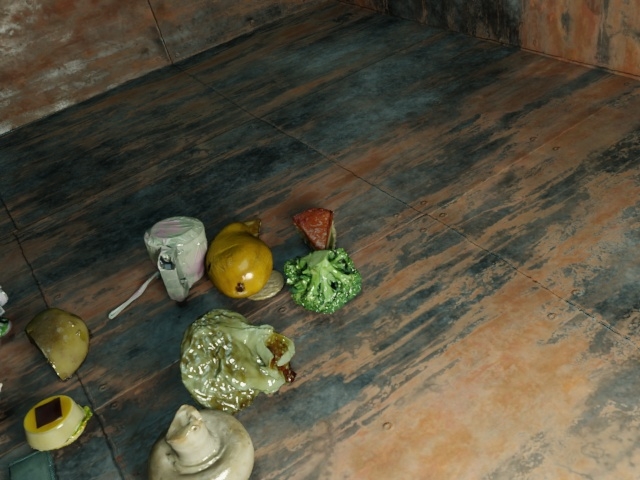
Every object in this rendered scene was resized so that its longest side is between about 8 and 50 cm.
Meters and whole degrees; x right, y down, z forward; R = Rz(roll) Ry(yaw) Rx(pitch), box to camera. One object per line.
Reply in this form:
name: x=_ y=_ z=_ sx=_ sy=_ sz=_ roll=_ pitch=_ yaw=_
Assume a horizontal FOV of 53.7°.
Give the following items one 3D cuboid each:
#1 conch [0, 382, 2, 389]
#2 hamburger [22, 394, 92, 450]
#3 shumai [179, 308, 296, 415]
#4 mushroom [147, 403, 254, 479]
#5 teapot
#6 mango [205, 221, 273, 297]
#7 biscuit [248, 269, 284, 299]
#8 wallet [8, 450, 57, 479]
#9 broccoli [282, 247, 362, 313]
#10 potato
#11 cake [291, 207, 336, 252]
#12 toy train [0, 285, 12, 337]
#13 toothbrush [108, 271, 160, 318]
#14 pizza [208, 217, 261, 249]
conch: x=-0.841 y=0.408 z=1.476 sx=0.255 sy=0.127 sz=0.158 roll=-32 pitch=65 yaw=12
hamburger: x=-0.578 y=0.403 z=1.394 sx=0.141 sy=0.081 sz=0.127 roll=-33 pitch=37 yaw=-29
shumai: x=-0.169 y=0.250 z=1.372 sx=0.218 sy=0.189 sz=0.255 roll=-9 pitch=42 yaw=10
mushroom: x=-0.232 y=0.395 z=1.191 sx=0.204 sy=0.204 sz=0.204 roll=-9 pitch=37 yaw=7
teapot: x=-0.375 y=0.050 z=1.725 sx=0.163 sy=0.178 sz=0.221 roll=-21 pitch=34 yaw=-20
mango: x=-0.217 y=0.055 z=1.685 sx=0.177 sy=0.120 sz=0.295 roll=-31 pitch=27 yaw=-1
biscuit: x=-0.153 y=0.117 z=1.685 sx=0.120 sy=0.015 sz=0.120 roll=-9 pitch=36 yaw=7
wallet: x=-0.601 y=0.497 z=1.326 sx=0.088 sy=0.026 sz=0.129 roll=-22 pitch=34 yaw=-20
broccoli: x=0.005 y=0.090 z=1.551 sx=0.196 sy=0.156 sz=0.195 roll=-15 pitch=38 yaw=12
potato: x=-0.670 y=0.243 z=1.631 sx=0.138 sy=0.098 sz=0.243 roll=-35 pitch=42 yaw=-28
cake: x=0.017 y=-0.010 z=1.735 sx=0.117 sy=0.086 sz=0.220 roll=-26 pitch=37 yaw=-12
toy train: x=-1.000 y=0.238 z=1.699 sx=0.249 sy=0.173 sz=0.307 roll=0 pitch=38 yaw=34
toothbrush: x=-0.514 y=0.148 z=1.764 sx=0.017 sy=0.022 sz=0.204 roll=16 pitch=46 yaw=35
pizza: x=-0.217 y=-0.001 z=1.849 sx=0.176 sy=0.036 sz=0.185 roll=25 pitch=49 yaw=38
